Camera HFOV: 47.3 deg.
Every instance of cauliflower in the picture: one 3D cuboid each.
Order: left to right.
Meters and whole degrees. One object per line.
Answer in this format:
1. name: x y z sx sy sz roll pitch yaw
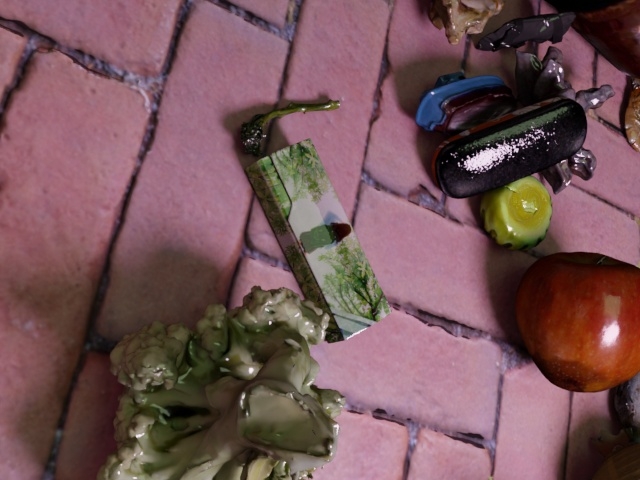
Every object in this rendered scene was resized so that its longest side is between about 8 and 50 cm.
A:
1. cauliflower: -0.101 0.169 0.795 0.260 0.281 0.327 30 57 9

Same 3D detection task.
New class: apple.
1. apple: 0.419 0.129 1.163 0.230 0.230 0.230 8 74 -30

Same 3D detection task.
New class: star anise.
1. star anise: 0.428 -0.223 1.309 0.212 0.129 0.282 18 77 -42

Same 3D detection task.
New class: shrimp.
1. shrimp: 0.658 -0.265 1.499 0.091 0.043 0.184 10 74 -26

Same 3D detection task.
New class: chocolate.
1. chocolate: 0.646 -0.480 1.394 0.331 0.384 0.383 42 59 -36

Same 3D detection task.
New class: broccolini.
1. broccolini: -0.048 -0.179 1.046 0.194 0.054 0.052 -34 78 -35

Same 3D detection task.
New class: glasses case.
1. glasses case: 0.000 0.000 1.017 0.095 0.062 0.272 -28 93 -34
2. glasses case: 0.307 -0.149 1.181 0.267 0.067 0.103 -21 121 -7

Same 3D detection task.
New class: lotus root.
1. lotus root: 0.564 0.280 1.286 0.088 0.088 0.165 27 73 -24

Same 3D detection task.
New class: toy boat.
1. toy boat: 0.239 -0.232 1.212 0.223 0.100 0.097 -18 52 -39

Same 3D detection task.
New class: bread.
1. bread: 0.327 -0.049 1.225 0.130 0.071 0.139 39 63 -15

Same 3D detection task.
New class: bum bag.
1. bum bag: 0.374 -0.368 1.303 0.198 0.087 0.049 -13 74 -23

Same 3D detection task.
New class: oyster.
1. oyster: 0.263 -0.481 1.279 0.221 0.096 0.361 14 71 -33

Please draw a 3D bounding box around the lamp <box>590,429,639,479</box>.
1. lamp: 0.529 0.421 1.158 0.250 0.250 0.284 9 34 -30
